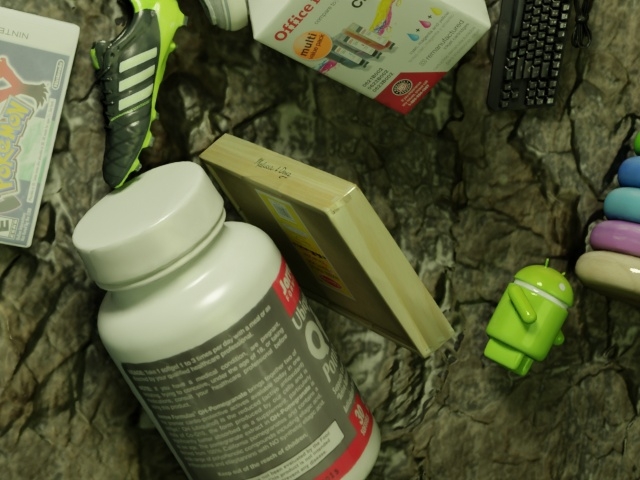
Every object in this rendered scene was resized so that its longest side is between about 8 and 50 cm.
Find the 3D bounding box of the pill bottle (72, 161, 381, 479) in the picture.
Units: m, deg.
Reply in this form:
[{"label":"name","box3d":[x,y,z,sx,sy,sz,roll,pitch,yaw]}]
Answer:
[{"label":"pill bottle","box3d":[-0.088,0.095,1.702,0.176,0.176,0.318,-37,115,-16]}]

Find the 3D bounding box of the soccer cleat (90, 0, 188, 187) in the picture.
[{"label":"soccer cleat","box3d":[-0.173,-0.137,1.681,0.072,0.060,0.178,16,87,-20]}]

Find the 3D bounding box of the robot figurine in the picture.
[{"label":"robot figurine","box3d":[0.210,0.075,1.914,0.115,0.067,0.101,-62,147,-3]}]

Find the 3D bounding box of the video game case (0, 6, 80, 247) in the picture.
[{"label":"video game case","box3d":[-0.312,-0.106,1.630,0.183,0.023,0.201,11,96,-29]}]

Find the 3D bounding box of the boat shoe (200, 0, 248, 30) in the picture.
[{"label":"boat shoe","box3d":[-0.138,-0.275,1.661,0.081,0.079,0.227,-28,110,-6]}]

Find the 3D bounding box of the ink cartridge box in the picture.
[{"label":"ink cartridge box","box3d":[0.037,-0.223,1.700,0.176,0.127,0.128,24,128,-29]}]

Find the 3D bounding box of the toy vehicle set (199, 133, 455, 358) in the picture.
[{"label":"toy vehicle set","box3d":[0.000,0.000,1.676,0.035,0.267,0.166,-41,117,-13]}]

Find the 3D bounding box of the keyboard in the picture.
[{"label":"keyboard","box3d":[0.222,-0.211,1.856,0.108,0.023,0.180,-9,124,-25]}]

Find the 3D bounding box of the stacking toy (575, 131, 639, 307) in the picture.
[{"label":"stacking toy","box3d":[0.369,-0.095,1.940,0.141,0.141,0.330,21,84,-29]}]
